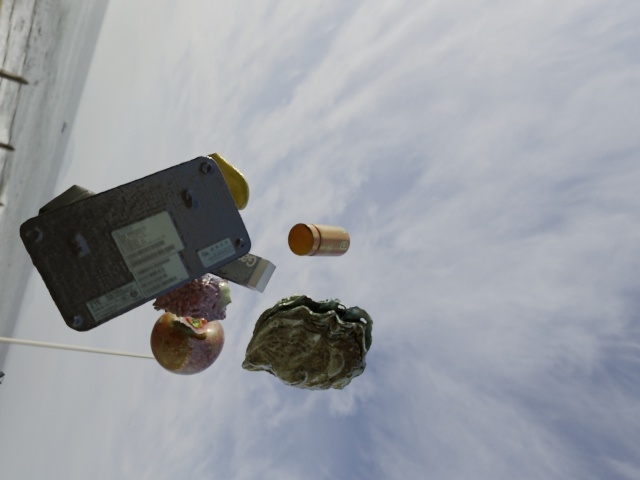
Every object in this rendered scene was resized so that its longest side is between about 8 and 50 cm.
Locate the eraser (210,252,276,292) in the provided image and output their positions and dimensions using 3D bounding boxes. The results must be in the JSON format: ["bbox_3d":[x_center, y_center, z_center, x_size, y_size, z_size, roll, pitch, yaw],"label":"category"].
[{"bbox_3d":[-0.232,0.071,1.275,0.212,0.046,0.092,15,-111,31],"label":"eraser"}]

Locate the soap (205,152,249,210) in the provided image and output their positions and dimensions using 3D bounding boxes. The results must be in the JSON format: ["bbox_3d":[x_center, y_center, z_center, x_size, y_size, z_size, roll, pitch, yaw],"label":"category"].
[{"bbox_3d":[-0.207,-0.135,0.989,0.168,0.033,0.089,45,-50,25],"label":"soap"}]

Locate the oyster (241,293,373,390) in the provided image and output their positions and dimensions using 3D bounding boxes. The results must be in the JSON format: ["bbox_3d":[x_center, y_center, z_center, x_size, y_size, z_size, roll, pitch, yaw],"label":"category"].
[{"bbox_3d":[-0.032,0.197,0.899,0.267,0.112,0.198,5,-80,19],"label":"oyster"}]

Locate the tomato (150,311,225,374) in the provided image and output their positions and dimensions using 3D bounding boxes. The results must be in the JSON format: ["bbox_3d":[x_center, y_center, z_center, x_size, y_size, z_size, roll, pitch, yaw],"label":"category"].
[{"bbox_3d":[-0.505,0.382,1.714,0.223,0.270,0.270,-61,-147,14],"label":"tomato"}]

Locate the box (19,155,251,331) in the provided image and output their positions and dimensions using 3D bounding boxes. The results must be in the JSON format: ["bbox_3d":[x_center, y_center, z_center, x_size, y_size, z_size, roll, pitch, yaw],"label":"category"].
[{"bbox_3d":[-0.316,-0.003,0.829,0.058,0.350,0.211,1,-64,63],"label":"box"}]

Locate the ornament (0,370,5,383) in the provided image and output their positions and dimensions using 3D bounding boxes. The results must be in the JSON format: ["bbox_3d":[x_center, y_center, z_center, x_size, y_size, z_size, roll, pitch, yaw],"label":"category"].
[{"bbox_3d":[-0.399,0.081,0.419,0.088,0.203,0.081,-26,-167,48],"label":"ornament"}]

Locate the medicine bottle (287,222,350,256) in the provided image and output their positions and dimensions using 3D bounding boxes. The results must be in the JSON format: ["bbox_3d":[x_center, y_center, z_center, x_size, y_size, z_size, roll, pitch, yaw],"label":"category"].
[{"bbox_3d":[0.000,0.000,1.338,0.096,0.192,0.096,-2,-93,35],"label":"medicine bottle"}]

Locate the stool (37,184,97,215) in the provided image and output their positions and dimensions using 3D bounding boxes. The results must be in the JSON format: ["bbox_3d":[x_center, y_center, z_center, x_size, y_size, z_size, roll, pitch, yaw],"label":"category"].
[{"bbox_3d":[-0.632,-0.023,1.221,0.232,0.141,0.232,-61,168,-22],"label":"stool"}]

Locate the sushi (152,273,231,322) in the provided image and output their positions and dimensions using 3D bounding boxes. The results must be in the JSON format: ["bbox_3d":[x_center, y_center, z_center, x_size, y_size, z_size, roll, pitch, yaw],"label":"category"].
[{"bbox_3d":[-0.414,0.183,1.559,0.236,0.270,0.171,9,-100,16],"label":"sushi"}]
